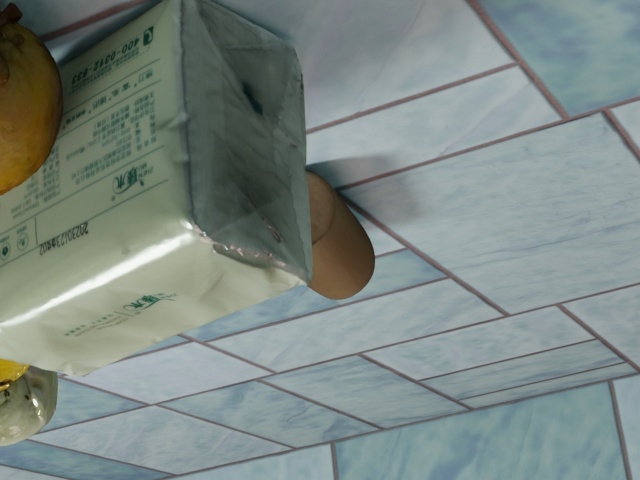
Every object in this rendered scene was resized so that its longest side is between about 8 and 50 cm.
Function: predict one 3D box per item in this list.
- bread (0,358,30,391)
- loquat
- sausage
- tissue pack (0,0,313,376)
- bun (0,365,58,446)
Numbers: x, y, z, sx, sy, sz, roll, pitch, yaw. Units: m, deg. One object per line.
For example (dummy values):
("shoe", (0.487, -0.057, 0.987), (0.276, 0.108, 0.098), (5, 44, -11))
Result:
("bread", (-0.506, 0.118, 1.944), (0.196, 0.142, 0.270), (14, 148, -23))
("loquat", (-0.364, -0.131, 1.292), (0.238, 0.193, 0.238), (-4, 150, -2))
("sausage", (0.000, 0.000, 1.833), (0.123, 0.123, 0.253), (-13, 158, 15))
("tissue pack", (-0.202, -0.047, 1.416), (0.380, 0.297, 0.207), (-22, 152, 37))
("bun", (-0.533, 0.216, 2.107), (0.237, 0.209, 0.116), (13, 154, -11))
